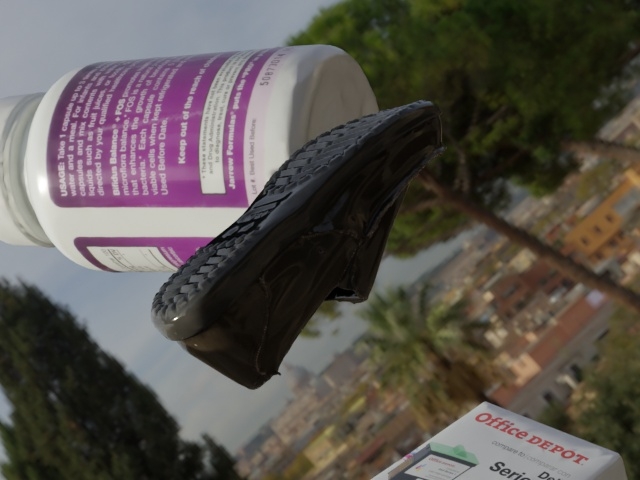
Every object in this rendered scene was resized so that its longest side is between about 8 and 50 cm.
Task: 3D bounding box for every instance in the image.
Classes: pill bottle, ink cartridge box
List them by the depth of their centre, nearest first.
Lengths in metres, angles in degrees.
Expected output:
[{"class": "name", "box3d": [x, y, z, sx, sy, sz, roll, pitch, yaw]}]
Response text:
[{"class": "pill bottle", "box3d": [-0.116, -0.059, 0.899, 0.302, 0.169, 0.169, 0, 15, 24]}, {"class": "ink cartridge box", "box3d": [0.141, 0.292, 1.126, 0.278, 0.117, 0.201, -29, 24, -27]}]

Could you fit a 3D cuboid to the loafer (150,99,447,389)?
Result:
[{"class": "loafer", "box3d": [0.000, 0.000, 0.652, 0.220, 0.078, 0.080, -43, 19, -28]}]
